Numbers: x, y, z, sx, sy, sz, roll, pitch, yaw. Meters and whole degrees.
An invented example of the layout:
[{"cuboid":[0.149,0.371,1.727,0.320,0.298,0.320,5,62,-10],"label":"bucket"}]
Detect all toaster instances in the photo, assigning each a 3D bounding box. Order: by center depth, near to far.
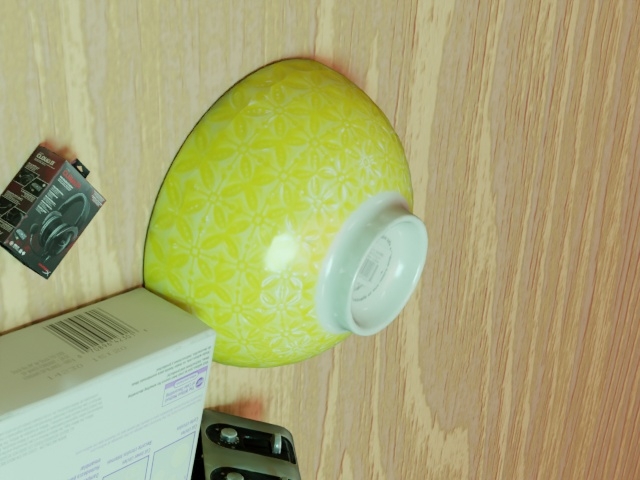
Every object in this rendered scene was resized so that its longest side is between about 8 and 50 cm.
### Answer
[{"cuboid":[-0.080,0.278,1.193,0.110,0.168,0.186,10,111,-11],"label":"toaster"}]

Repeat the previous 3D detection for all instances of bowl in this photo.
[{"cuboid":[0.000,0.000,1.124,0.289,0.156,0.289,-36,139,-38],"label":"bowl"}]

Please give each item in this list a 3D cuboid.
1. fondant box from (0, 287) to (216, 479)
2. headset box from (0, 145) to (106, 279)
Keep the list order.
[{"cuboid":[-0.218,0.226,1.027,0.238,0.096,0.330,-20,128,-50],"label":"fondant box"},{"cuboid":[-0.199,-0.023,0.925,0.083,0.032,0.062,-54,148,-12],"label":"headset box"}]
